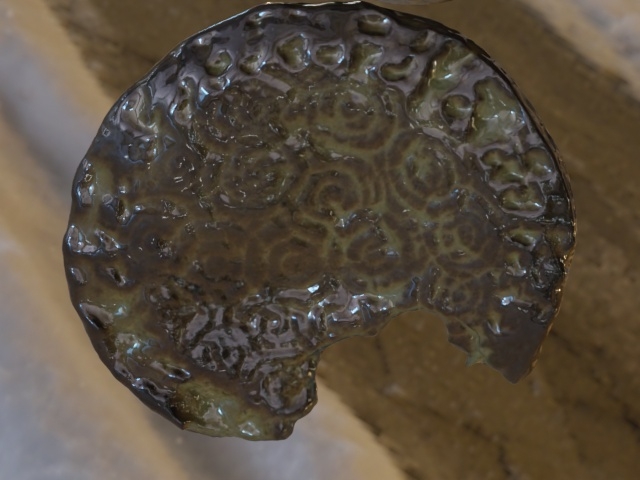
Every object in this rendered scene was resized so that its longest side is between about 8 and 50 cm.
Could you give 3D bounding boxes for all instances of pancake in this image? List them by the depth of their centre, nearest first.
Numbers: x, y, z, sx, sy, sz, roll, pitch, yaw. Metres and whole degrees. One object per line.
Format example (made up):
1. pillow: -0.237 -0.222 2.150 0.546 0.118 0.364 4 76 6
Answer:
1. pancake: 0.000 0.000 1.013 0.286 0.288 0.033 32 15 -3

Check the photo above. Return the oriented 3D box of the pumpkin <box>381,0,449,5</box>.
1. pumpkin: 0.061 -0.325 1.353 0.207 0.300 0.300 -5 27 0
